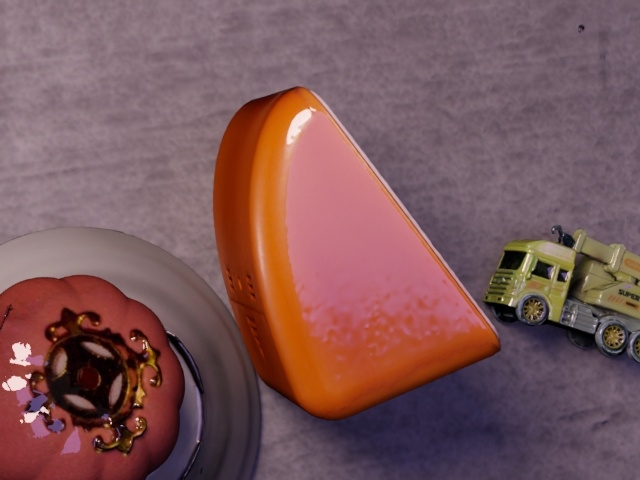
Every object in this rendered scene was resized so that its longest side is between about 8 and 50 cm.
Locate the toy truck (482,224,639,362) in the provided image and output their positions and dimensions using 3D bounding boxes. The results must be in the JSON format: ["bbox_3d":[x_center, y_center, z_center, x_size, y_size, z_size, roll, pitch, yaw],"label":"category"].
[{"bbox_3d":[0.241,0.046,1.500,0.169,0.077,0.100,19,85,-14],"label":"toy truck"}]

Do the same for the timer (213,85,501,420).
[{"bbox_3d":[0.000,0.000,1.337,0.161,0.257,0.250,-24,96,-10],"label":"timer"}]

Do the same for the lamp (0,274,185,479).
[{"bbox_3d":[-0.191,0.115,1.228,0.182,0.140,0.182,8,73,-28],"label":"lamp"}]

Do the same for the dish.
[{"bbox_3d":[-0.187,0.143,1.346,0.316,0.106,0.316,1,87,-17],"label":"dish"}]
